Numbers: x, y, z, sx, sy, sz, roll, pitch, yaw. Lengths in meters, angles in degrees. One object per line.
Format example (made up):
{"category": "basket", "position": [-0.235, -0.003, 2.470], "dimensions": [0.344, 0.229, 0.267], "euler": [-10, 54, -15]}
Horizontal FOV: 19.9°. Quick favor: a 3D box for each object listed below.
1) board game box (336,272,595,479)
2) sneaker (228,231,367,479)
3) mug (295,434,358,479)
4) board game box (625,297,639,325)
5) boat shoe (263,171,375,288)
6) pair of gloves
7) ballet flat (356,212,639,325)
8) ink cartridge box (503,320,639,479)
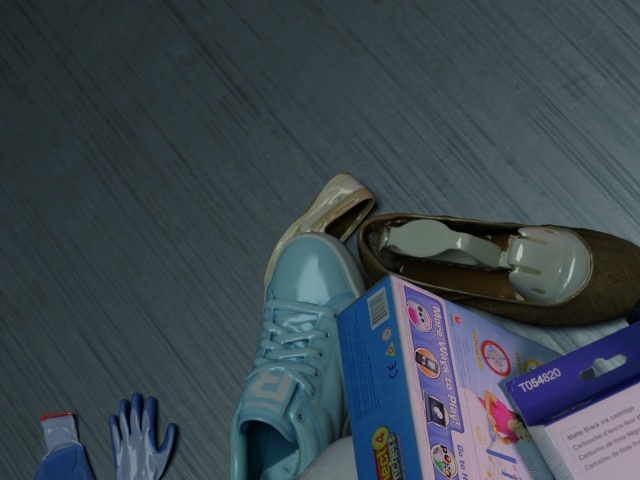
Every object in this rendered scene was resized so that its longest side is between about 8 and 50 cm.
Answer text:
{"category": "board game box", "position": [0.169, 0.222, 1.805], "dimensions": [0.086, 0.302, 0.308], "euler": [-39, 41, 33]}
{"category": "sneaker", "position": [-0.027, 0.165, 2.012], "dimensions": [0.135, 0.150, 0.366], "euler": [1, 82, 17]}
{"category": "mug", "position": [0.097, 0.395, 1.869], "dimensions": [0.374, 0.276, 0.328], "euler": [18, 68, -4]}
{"category": "board game box", "position": [0.420, 0.062, 1.854], "dimensions": [0.042, 0.243, 0.165], "euler": [-17, 58, -33]}
{"category": "boat shoe", "position": [0.000, 0.000, 2.124], "dimensions": [0.059, 0.063, 0.170], "euler": [34, 87, 33]}
{"category": "pair of gloves", "position": [-0.259, 0.267, 2.168], "dimensions": [0.198, 0.023, 0.159], "euler": [-14, 69, 18]}
{"category": "ballet flat", "position": [0.190, 0.019, 2.006], "dimensions": [0.342, 0.124, 0.116], "euler": [10, 78, 24]}
{"category": "ink cartridge box", "position": [0.327, 0.190, 1.805], "dimensions": [0.223, 0.045, 0.224], "euler": [-23, 72, -22]}
